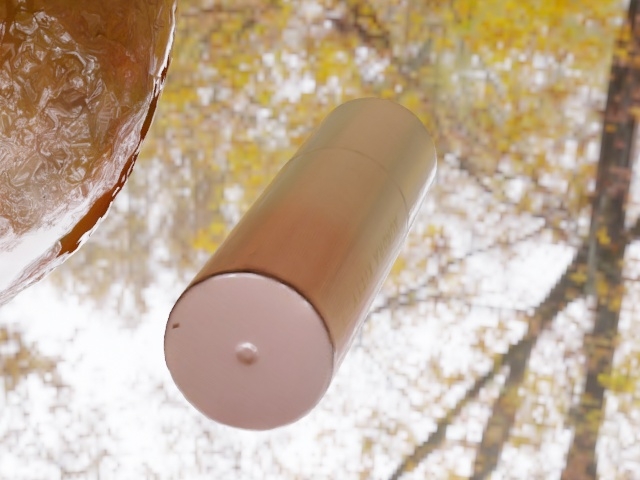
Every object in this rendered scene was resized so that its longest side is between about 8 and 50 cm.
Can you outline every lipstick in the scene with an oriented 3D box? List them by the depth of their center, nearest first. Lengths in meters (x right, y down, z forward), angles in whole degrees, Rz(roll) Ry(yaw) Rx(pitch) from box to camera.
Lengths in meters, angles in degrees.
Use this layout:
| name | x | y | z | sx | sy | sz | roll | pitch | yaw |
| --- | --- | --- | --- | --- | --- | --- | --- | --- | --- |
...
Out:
| name | x | y | z | sx | sy | sz | roll | pitch | yaw |
| --- | --- | --- | --- | --- | --- | --- | --- | --- | --- |
| lipstick | 0.000 | 0.000 | 0.924 | 0.087 | 0.087 | 0.327 | 8 | -159 | 11 |

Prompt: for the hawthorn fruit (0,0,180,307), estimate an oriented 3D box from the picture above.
| name | x | y | z | sx | sy | sz | roll | pitch | yaw |
| --- | --- | --- | --- | --- | --- | --- | --- | --- | --- |
| hawthorn fruit | -0.237 | -0.085 | 0.527 | 0.403 | 0.402 | 0.403 | 2 | -151 | -1 |
